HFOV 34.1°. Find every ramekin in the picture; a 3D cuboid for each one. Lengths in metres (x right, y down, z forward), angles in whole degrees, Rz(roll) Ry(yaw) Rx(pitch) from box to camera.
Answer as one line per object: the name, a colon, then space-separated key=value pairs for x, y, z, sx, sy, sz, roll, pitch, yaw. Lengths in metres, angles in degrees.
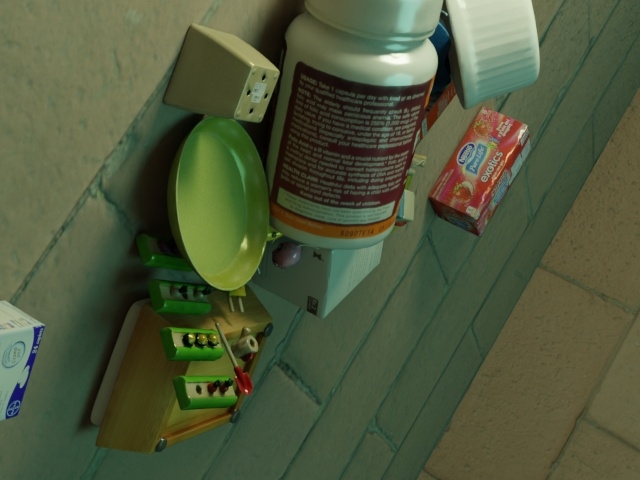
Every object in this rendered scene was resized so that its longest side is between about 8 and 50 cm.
ramekin: x=0.276 y=-0.370 z=1.763 sx=0.277 sy=0.135 sz=0.277 roll=-13 pitch=90 yaw=-84

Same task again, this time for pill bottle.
pill bottle: x=0.043 y=-0.203 z=1.527 sx=0.224 sy=0.224 sz=0.392 roll=-33 pitch=143 yaw=-50

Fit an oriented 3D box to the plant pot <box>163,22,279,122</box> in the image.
plant pot: x=-0.119 y=-0.204 z=1.345 sx=0.109 sy=0.096 sz=0.109 roll=-3 pitch=119 yaw=-64

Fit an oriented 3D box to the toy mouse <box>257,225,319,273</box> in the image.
toy mouse: x=-0.089 y=0.022 z=1.634 sx=0.143 sy=0.161 sz=0.031 roll=112 pitch=-14 yaw=-50

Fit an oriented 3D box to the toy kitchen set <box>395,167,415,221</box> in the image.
toy kitchen set: x=0.071 y=-0.144 z=1.777 sx=0.166 sy=0.122 sz=0.207 roll=14 pitch=77 yaw=-54

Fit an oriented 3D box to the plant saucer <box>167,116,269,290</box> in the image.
plant saucer: x=-0.144 y=-0.051 z=1.435 sx=0.241 sy=0.037 sz=0.241 roll=10 pitch=78 yaw=-62

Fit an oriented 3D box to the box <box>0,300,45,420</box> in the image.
box: x=-0.394 y=0.144 z=1.171 sx=0.137 sy=0.072 sz=0.126 roll=-9 pitch=123 yaw=-62

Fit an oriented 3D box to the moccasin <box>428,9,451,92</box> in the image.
moccasin: x=0.140 y=-0.329 z=1.739 sx=0.138 sy=0.117 sz=0.342 roll=-22 pitch=169 yaw=2

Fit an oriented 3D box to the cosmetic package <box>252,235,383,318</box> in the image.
cosmetic package: x=0.000 y=0.000 z=1.749 sx=0.184 sy=0.151 sz=0.151 roll=-41 pitch=148 yaw=-43

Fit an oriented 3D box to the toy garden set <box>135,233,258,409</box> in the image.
toy garden set: x=-0.146 y=0.108 z=1.451 sx=0.049 sy=0.244 sz=0.204 roll=-25 pitch=162 yaw=25

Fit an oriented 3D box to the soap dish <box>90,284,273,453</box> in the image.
soap dish: x=-0.199 y=0.192 z=1.580 sx=0.291 sy=0.118 sz=0.229 roll=-7 pitch=121 yaw=-65

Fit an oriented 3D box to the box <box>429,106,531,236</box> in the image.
box: x=0.370 y=-0.157 z=2.400 sx=0.257 sy=0.122 sz=0.128 roll=-58 pitch=156 yaw=-10

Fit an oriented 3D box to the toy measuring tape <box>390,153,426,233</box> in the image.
toy measuring tape: x=0.135 y=-0.084 z=2.015 sx=0.330 sy=0.121 sz=0.121 roll=-37 pitch=147 yaw=-63

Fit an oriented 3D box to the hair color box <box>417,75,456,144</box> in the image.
hair color box: x=0.172 y=-0.251 z=1.919 sx=0.167 sy=0.093 sz=0.053 roll=-53 pitch=155 yaw=-23
